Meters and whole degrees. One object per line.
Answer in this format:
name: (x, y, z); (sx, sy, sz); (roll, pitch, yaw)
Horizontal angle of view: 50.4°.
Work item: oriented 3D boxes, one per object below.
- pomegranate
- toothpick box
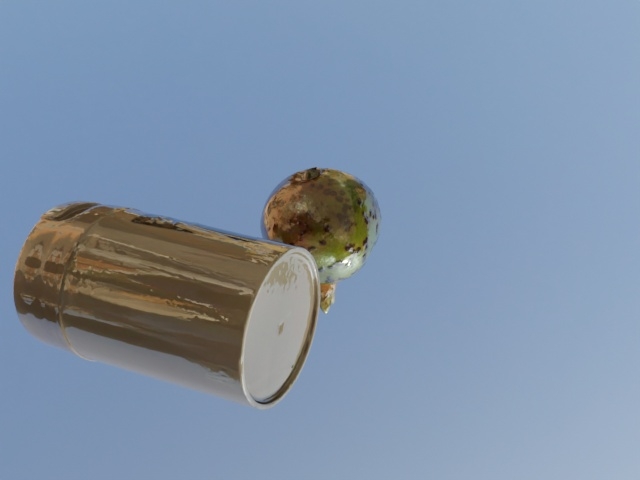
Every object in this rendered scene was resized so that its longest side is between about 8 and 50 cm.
pomegranate: (0.000, 0.000, 0.877); (0.160, 0.204, 0.159); (1, -147, -1)
toothpick box: (-0.104, 0.039, 0.464); (0.181, 0.111, 0.111); (12, -124, 23)
